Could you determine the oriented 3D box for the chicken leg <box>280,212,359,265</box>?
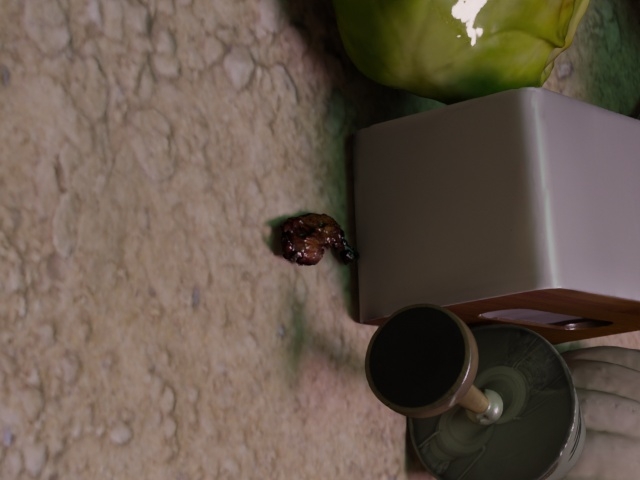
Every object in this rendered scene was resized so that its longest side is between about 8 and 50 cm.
[{"bbox_3d":[-0.001,-0.002,1.260,0.083,0.021,0.036,0,72,-59],"label":"chicken leg"}]

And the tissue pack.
[{"bbox_3d":[0.153,-0.010,1.353,0.246,0.159,0.136,10,72,-51],"label":"tissue pack"}]

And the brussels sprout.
[{"bbox_3d":[0.092,-0.186,1.310,0.223,0.161,0.223,17,66,-43],"label":"brussels sprout"}]

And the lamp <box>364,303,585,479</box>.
[{"bbox_3d":[0.107,0.107,1.288,0.214,0.121,0.121,39,51,-59],"label":"lamp"}]

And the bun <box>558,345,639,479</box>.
[{"bbox_3d":[0.265,0.199,1.440,0.263,0.175,0.263,15,71,-52],"label":"bun"}]

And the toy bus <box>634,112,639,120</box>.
[{"bbox_3d":[0.446,-0.034,1.530,0.249,0.440,0.209,-47,119,-38],"label":"toy bus"}]
